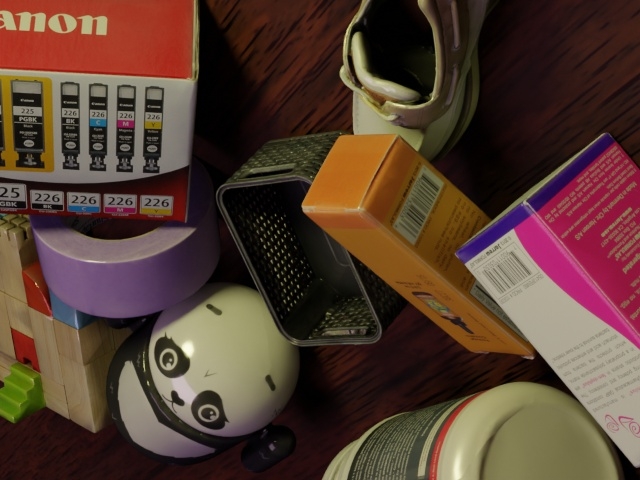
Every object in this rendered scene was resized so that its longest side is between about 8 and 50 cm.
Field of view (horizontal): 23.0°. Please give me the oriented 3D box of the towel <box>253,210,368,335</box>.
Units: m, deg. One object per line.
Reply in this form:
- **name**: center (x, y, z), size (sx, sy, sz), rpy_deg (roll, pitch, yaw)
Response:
- **towel**: center (-0.011, 0.037, 1.580), size (0.110, 0.027, 0.148), rpy_deg (9, 130, 49)

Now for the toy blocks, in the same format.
- **toy blocks**: center (-0.344, 0.057, 1.915), size (0.381, 0.190, 0.261), rpy_deg (22, 127, 40)

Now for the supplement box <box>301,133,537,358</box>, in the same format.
- **supplement box**: center (0.096, 0.008, 1.284), size (0.078, 0.080, 0.233), rpy_deg (3, 148, 51)

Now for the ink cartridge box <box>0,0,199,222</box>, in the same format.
- **ink cartridge box**: center (-0.269, -0.154, 1.450), size (0.309, 0.130, 0.272), rpy_deg (2, 141, -6)

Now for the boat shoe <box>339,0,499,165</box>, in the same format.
- **boat shoe**: center (0.065, -0.145, 1.218), size (0.113, 0.103, 0.302), rpy_deg (39, 147, 18)

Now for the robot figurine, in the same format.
- **robot figurine**: center (-0.134, 0.150, 1.709), size (0.209, 0.174, 0.278), rpy_deg (12, 157, -22)

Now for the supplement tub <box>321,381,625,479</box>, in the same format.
- **supplement tub**: center (0.132, 0.243, 1.453), size (0.191, 0.191, 0.272), rpy_deg (54, 149, -6)

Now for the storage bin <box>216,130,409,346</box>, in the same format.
- **storage bin**: center (0.000, 0.000, 1.448), size (0.122, 0.084, 0.180), rpy_deg (-5, 119, 39)

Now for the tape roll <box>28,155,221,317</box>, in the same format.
- **tape roll**: center (-0.199, -0.015, 1.611), size (0.189, 0.189, 0.080), rpy_deg (30, 143, 30)

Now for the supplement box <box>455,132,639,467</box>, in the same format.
- **supplement box**: center (0.230, 0.047, 1.200), size (0.220, 0.114, 0.111), rpy_deg (51, 148, 2)
